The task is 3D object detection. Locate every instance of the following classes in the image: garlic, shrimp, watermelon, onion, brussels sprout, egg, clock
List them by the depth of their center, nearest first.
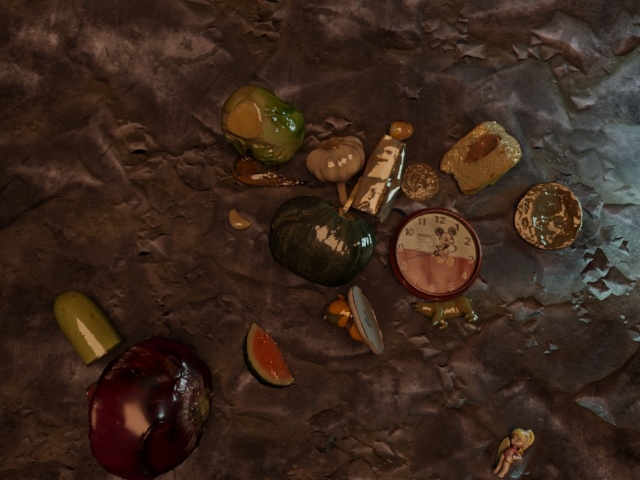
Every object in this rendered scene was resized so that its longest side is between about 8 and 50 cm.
[{"bbox_3d":[-0.554,0.475,1.538,0.419,0.398,0.399,9,85,21],"label":"onion"},{"bbox_3d":[-0.185,-0.366,1.657,0.259,0.294,0.227,23,102,15],"label":"brussels sprout"},{"bbox_3d":[-0.182,0.391,1.700,0.119,0.063,0.245,-33,83,-24],"label":"watermelon"},{"bbox_3d":[0.072,-0.222,1.725,0.199,0.199,0.226,-21,117,-5],"label":"garlic"},{"bbox_3d":[-0.276,-0.065,1.734,0.083,0.041,0.053,43,79,8],"label":"garlic"},{"bbox_3d":[-0.164,-0.239,1.742,0.261,0.066,0.117,3,85,-6],"label":"shrimp"},{"bbox_3d":[0.387,0.045,1.746,0.318,0.080,0.319,0,79,-2],"label":"clock"},{"bbox_3d":[0.276,-0.375,1.777,0.083,0.071,0.071,8,85,-6],"label":"egg"}]

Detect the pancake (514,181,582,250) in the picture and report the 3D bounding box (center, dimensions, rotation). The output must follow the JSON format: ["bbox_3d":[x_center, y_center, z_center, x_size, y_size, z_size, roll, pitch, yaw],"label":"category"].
[{"bbox_3d":[0.784,-0.081,1.802,0.241,0.050,0.242,0,85,5],"label":"pancake"}]

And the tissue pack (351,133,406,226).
[{"bbox_3d":[0.201,-0.187,1.686,0.122,0.215,0.257,24,85,11],"label":"tissue pack"}]

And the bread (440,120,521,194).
[{"bbox_3d":[0.566,-0.289,1.788,0.184,0.224,0.211,52,43,7],"label":"bread"}]

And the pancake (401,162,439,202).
[{"bbox_3d":[0.341,-0.201,1.792,0.139,0.022,0.140,0,85,-3],"label":"pancake"}]

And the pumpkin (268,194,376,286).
[{"bbox_3d":[0.000,0.000,1.627,0.327,0.291,0.258,32,105,9],"label":"pumpkin"}]

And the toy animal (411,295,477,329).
[{"bbox_3d":[0.416,0.236,1.739,0.218,0.103,0.101,-12,67,-2],"label":"toy animal"}]

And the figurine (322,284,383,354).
[{"bbox_3d":[0.097,0.277,1.697,0.140,0.166,0.250,-20,101,18],"label":"figurine"}]

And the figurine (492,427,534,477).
[{"bbox_3d":[0.638,0.701,1.723,0.083,0.083,0.187,37,78,0],"label":"figurine"}]

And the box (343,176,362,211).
[{"bbox_3d":[0.109,-0.140,1.747,0.020,0.073,0.149,29,85,8],"label":"box"}]

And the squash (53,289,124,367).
[{"bbox_3d":[-0.744,0.262,1.632,0.132,0.132,0.247,-37,89,-6],"label":"squash"}]
